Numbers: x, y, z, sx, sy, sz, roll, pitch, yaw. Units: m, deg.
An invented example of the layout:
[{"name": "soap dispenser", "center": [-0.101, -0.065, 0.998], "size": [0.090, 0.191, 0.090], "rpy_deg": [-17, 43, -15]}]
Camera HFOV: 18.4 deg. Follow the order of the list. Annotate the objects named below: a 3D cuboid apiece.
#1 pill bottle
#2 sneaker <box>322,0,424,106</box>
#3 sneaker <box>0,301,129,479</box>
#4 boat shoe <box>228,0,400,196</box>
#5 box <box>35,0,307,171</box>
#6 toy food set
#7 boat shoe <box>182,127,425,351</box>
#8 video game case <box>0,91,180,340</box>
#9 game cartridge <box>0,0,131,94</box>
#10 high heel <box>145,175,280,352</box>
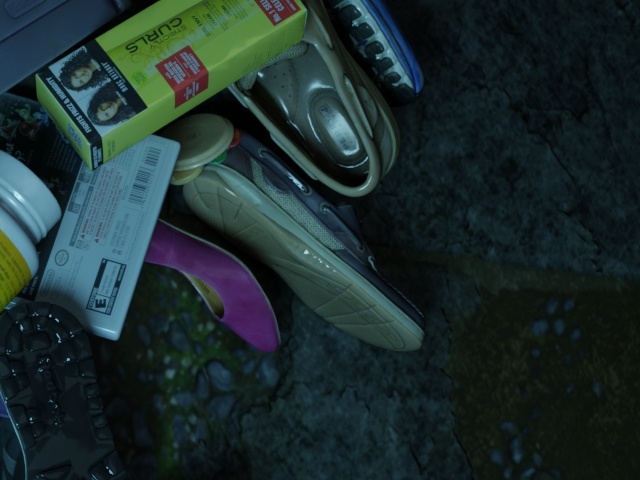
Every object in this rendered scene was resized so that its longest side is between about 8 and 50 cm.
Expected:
[{"name": "pill bottle", "center": [-0.308, 0.028, 1.582], "size": [0.117, 0.117, 0.215], "rpy_deg": [49, 68, -19]}, {"name": "sneaker", "center": [0.016, -0.282, 1.932], "size": [0.147, 0.130, 0.330], "rpy_deg": [-38, 103, -35]}, {"name": "sneaker", "center": [-0.219, 0.200, 1.622], "size": [0.107, 0.124, 0.283], "rpy_deg": [-3, 74, -22]}, {"name": "boat shoe", "center": [-0.046, -0.188, 1.825], "size": [0.341, 0.122, 0.110], "rpy_deg": [49, 15, -5]}, {"name": "box", "center": [-0.128, -0.160, 1.716], "size": [0.232, 0.058, 0.087], "rpy_deg": [-32, 74, -18]}, {"name": "toy food set", "center": [-0.115, -0.088, 1.813], "size": [0.083, 0.083, 0.020], "rpy_deg": [-28, 127, -8]}, {"name": "boat shoe", "center": [0.000, 0.000, 1.869], "size": [0.285, 0.103, 0.092], "rpy_deg": [37, 63, -19]}, {"name": "video game case", "center": [-0.228, -0.024, 1.692], "size": [0.173, 0.022, 0.190], "rpy_deg": [16, 66, -1]}, {"name": "game cartridge", "center": [-0.296, -0.237, 1.631], "size": [0.230, 0.068, 0.355], "rpy_deg": [55, 25, -7]}, {"name": "high heel", "center": [-0.137, 0.033, 1.776], "size": [0.117, 0.082, 0.244], "rpy_deg": [-44, 116, -18]}]
